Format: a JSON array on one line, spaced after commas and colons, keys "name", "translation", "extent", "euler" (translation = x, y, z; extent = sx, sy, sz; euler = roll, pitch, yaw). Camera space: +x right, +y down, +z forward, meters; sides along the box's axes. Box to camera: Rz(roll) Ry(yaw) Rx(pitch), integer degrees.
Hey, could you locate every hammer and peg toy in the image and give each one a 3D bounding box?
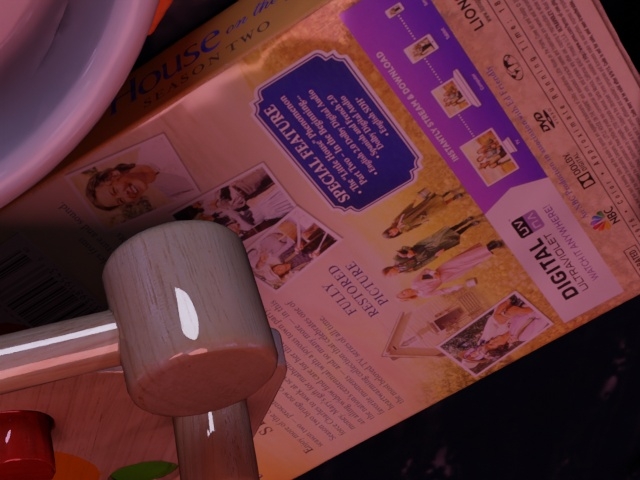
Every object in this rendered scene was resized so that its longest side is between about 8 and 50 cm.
[{"name": "hammer and peg toy", "translation": [-0.158, 0.087, 0.578], "extent": [0.266, 0.127, 0.361], "euler": [-2, 147, -18]}]

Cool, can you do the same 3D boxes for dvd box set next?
[{"name": "dvd box set", "translation": [0.000, 0.000, 0.728], "extent": [0.420, 0.062, 0.307], "euler": [-31, 128, 15]}]

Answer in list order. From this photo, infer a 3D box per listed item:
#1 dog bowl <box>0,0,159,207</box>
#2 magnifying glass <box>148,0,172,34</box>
[{"name": "dog bowl", "translation": [-0.217, -0.145, 0.476], "extent": [0.349, 0.102, 0.348], "euler": [-7, 114, -15]}, {"name": "magnifying glass", "translation": [-0.039, -0.197, 0.584], "extent": [0.092, 0.026, 0.231], "euler": [23, 120, -27]}]
